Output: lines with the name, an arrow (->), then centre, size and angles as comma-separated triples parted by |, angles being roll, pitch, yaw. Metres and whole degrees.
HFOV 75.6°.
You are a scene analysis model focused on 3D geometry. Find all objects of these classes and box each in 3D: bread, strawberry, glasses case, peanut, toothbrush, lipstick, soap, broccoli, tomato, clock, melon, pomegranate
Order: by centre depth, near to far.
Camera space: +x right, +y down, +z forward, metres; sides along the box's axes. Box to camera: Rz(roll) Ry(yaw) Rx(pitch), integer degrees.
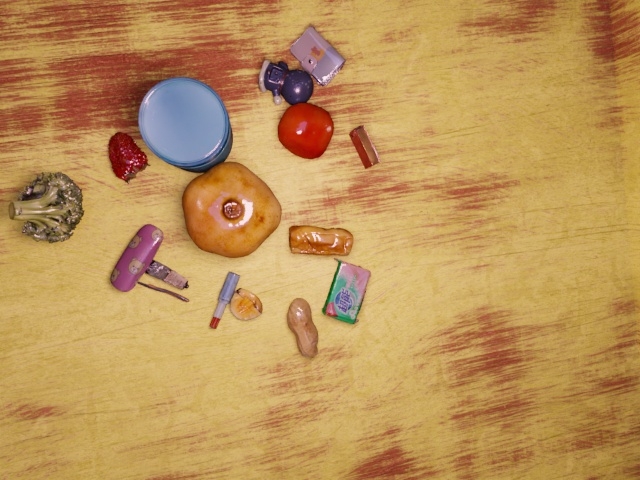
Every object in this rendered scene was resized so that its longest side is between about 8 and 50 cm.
broccoli -> -1.124, -0.133, 1.704 | 0.259, 0.235, 0.288 | -8, 91, -32
pomegranate -> -0.370, -0.128, 1.731 | 0.416, 0.416, 0.417 | -1, 94, -8
strawberry -> -0.859, -0.365, 1.788 | 0.167, 0.087, 0.208 | -41, 97, -2
glasses case -> -0.807, 0.075, 1.815 | 0.123, 0.076, 0.317 | 28, 84, 19
tomato -> -0.060, -0.489, 1.835 | 0.259, 0.180, 0.260 | -11, 116, -23
clock -> -0.151, -0.697, 1.845 | 0.243, 0.146, 0.200 | 20, 86, -2
toothbrush -> -0.748, 0.215, 1.877 | 0.320, 0.023, 0.031 | 26, 93, -9
bread -> 0.000, 0.000, 1.899 | 0.294, 0.167, 0.132 | 3, 93, -8
lipstick -> -0.447, 0.280, 1.902 | 0.061, 0.068, 0.274 | 22, 89, -10
melon -> -0.353, 0.298, 1.919 | 0.160, 0.079, 0.128 | 43, 105, -12
peanut -> -0.081, 0.412, 1.938 | 0.129, 0.130, 0.291 | -18, 96, -7
soap -> 0.120, 0.242, 1.970 | 0.217, 0.098, 0.274 | 19, 89, -3

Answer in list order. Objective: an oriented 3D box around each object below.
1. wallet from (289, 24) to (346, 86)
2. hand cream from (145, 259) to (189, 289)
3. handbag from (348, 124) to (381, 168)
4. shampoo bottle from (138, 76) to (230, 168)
wallet -> -0.014, -0.839, 1.889 | 0.231, 0.069, 0.170 | 45, 105, -5
hand cream -> -0.709, 0.154, 1.872 | 0.247, 0.052, 0.075 | 27, 64, -3
handbag -> 0.203, -0.434, 1.920 | 0.062, 0.127, 0.190 | -27, 98, -7
shampoo bottle -> -0.533, -0.452, 1.701 | 0.330, 0.342, 0.332 | -1, 93, -9
